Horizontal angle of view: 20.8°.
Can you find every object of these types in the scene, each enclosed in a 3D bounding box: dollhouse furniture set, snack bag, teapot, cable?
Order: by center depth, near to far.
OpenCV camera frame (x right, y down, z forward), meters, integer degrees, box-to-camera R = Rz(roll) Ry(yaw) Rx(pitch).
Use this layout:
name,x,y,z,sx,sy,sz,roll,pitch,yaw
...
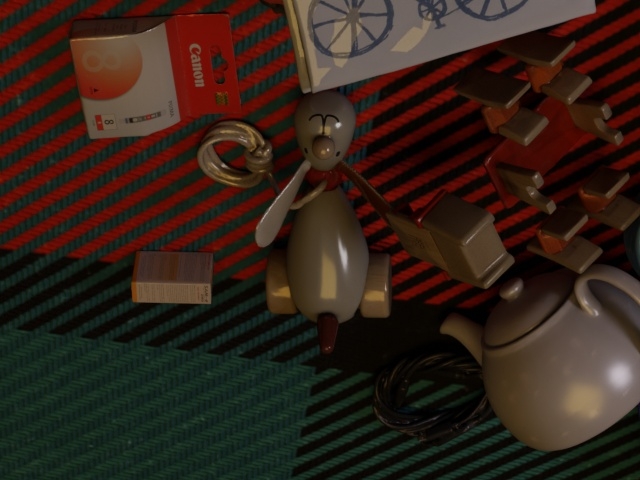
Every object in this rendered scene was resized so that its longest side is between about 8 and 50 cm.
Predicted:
name,x,y,z,sx,sy,sz,roll,pitch,yaw
snack bag,0.095,-0.343,1.753,0.323,0.037,0.342,-17,114,-3
dollhouse furniture set,0.213,-0.075,1.981,0.259,0.135,0.262,-44,129,-18
teapot,0.290,0.119,2.126,0.256,0.252,0.187,-37,104,11
cable,0.161,0.199,2.316,0.184,0.047,0.150,-31,119,28

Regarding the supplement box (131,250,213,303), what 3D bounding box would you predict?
name,x,y,z,sx,sy,sz,roll,pitch,yaw
supplement box,-0.183,0.046,2.170,0.098,0.062,0.036,2,130,0

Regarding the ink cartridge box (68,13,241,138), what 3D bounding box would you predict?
name,x,y,z,sx,sy,sz,roll,pitch,yaw
ink cartridge box,-0.187,-0.185,1.983,0.179,0.045,0.145,-1,132,5

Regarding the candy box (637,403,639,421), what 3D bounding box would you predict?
name,x,y,z,sx,sy,sz,roll,pitch,yaw
candy box,0.573,0.215,2.266,0.317,0.122,0.268,-10,131,8

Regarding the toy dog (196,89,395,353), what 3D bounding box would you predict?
name,x,y,z,sx,sy,sz,roll,pitch,yaw
toy dog,0.000,0.000,2.062,0.220,0.161,0.333,-17,129,15

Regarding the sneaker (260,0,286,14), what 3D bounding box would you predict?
name,x,y,z,sx,sy,sz,roll,pitch,yaw
sneaker,0.059,-0.316,1.827,0.276,0.097,0.135,-4,133,6

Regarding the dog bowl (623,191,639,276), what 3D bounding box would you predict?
name,x,y,z,sx,sy,sz,roll,pitch,yaw
dog bowl,0.492,0.043,2.061,0.297,0.074,0.166,42,105,1
